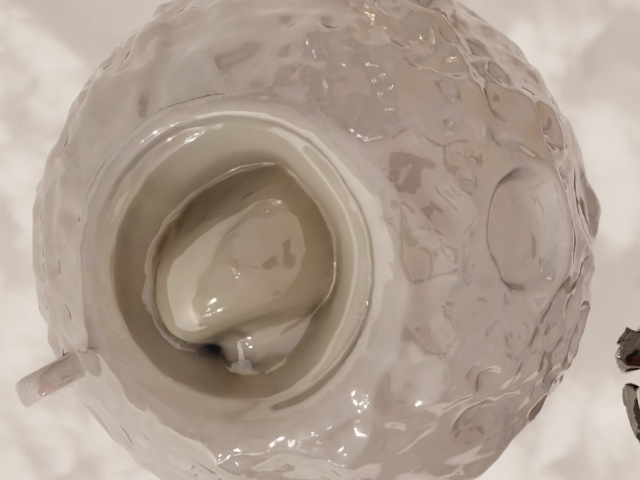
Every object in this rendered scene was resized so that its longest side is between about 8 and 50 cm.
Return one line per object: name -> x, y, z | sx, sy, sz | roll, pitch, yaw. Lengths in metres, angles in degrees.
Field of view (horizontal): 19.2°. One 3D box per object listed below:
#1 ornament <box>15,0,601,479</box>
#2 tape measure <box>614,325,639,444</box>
ornament -> 0.000, 0.000, 1.128 | 0.337, 0.337, 0.337 | -1, 92, -43
tape measure -> 0.339, 0.154, 1.433 | 0.115, 0.235, 0.207 | -52, 156, -13
